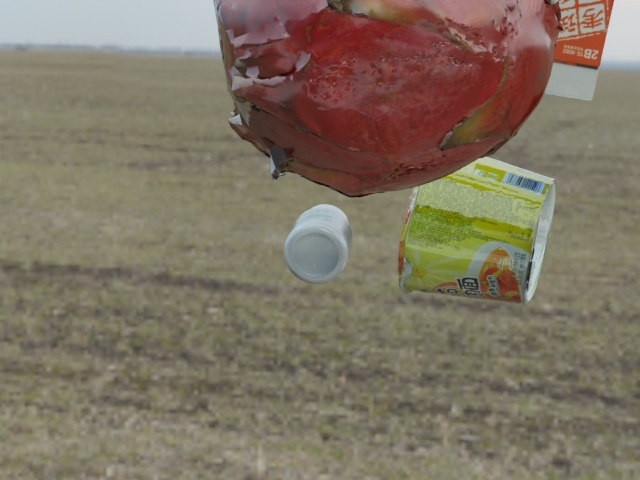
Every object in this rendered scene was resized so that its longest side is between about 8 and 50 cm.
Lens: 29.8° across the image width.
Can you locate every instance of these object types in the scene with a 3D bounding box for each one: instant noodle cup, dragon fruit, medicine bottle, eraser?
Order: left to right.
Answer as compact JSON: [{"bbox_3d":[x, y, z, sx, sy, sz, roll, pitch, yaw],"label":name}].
[{"bbox_3d":[0.000,0.000,1.528,0.080,0.080,0.130,2,16,5],"label":"medicine bottle"},{"bbox_3d":[0.052,-0.189,1.073,0.302,0.295,0.295,-14,10,-5],"label":"dragon fruit"},{"bbox_3d":[0.255,-0.019,1.912,0.200,0.264,0.264,12,12,16],"label":"instant noodle cup"},{"bbox_3d":[0.375,-0.345,1.896,0.157,0.230,0.038,8,14,-9],"label":"eraser"}]
